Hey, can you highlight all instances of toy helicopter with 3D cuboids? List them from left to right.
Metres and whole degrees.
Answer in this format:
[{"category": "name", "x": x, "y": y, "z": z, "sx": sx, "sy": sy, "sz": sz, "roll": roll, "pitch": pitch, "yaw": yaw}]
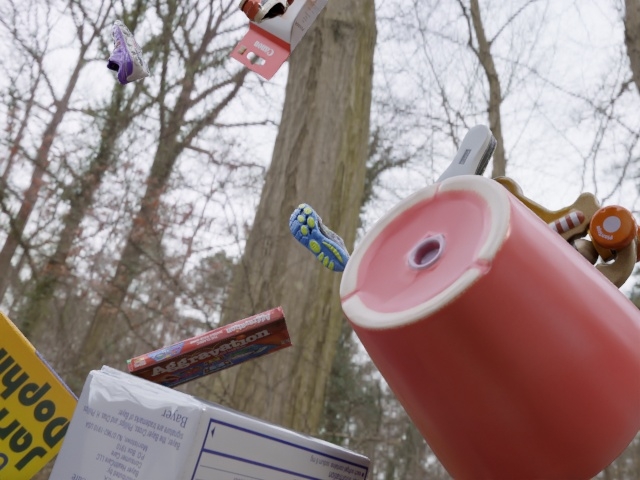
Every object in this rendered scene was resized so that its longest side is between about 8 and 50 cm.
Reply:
[{"category": "toy helicopter", "x": 0.460, "y": -0.009, "z": 1.580, "sx": 0.235, "sy": 0.355, "sz": 0.140, "roll": -55, "pitch": -37, "yaw": 7}]

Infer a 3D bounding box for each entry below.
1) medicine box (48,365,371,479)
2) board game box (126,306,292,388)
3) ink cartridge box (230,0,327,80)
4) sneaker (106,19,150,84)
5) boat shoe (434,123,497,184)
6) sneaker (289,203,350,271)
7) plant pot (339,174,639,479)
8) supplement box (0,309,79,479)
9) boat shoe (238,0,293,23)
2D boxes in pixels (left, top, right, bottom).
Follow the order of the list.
[{"category": "medicine box", "x": -0.115, "y": 0.292, "z": 0.689, "sx": 0.149, "sy": 0.289, "sz": 0.263, "roll": 8, "pitch": -17, "yaw": 38}, {"category": "board game box", "x": -0.193, "y": 0.203, "z": 1.412, "sx": 0.281, "sy": 0.027, "sz": 0.145, "roll": -19, "pitch": -28, "yaw": -6}, {"category": "ink cartridge box", "x": -0.086, "y": -0.386, "z": 1.376, "sx": 0.179, "sy": 0.145, "sz": 0.045, "roll": -52, "pitch": -42, "yaw": 2}, {"category": "sneaker", "x": -0.386, "y": -0.363, "z": 1.512, "sx": 0.071, "sy": 0.170, "sz": 0.068, "roll": -28, "pitch": -41, "yaw": 2}, {"category": "boat shoe", "x": 0.313, "y": -0.141, "z": 1.670, "sx": 0.077, "sy": 0.219, "sz": 0.070, "roll": 21, "pitch": -15, "yaw": 49}, {"category": "sneaker", "x": 0.000, "y": 0.000, "z": 1.631, "sx": 0.067, "sy": 0.188, "sz": 0.078, "roll": -44, "pitch": -28, "yaw": 8}, {"category": "plant pot", "x": 0.166, "y": 0.084, "z": 0.797, "sx": 0.274, "sy": 0.275, "sz": 0.243, "roll": -23, "pitch": -56, "yaw": 33}, {"category": "supplement box", "x": -0.441, "y": 0.134, "z": 0.826, "sx": 0.356, "sy": 0.195, "sz": 0.194, "roll": 18, "pitch": -36, "yaw": 45}, {"category": "boat shoe", "x": -0.075, "y": -0.364, "z": 1.214, "sx": 0.043, "sy": 0.137, "sz": 0.049, "roll": 39, "pitch": -57, "yaw": 9}]
